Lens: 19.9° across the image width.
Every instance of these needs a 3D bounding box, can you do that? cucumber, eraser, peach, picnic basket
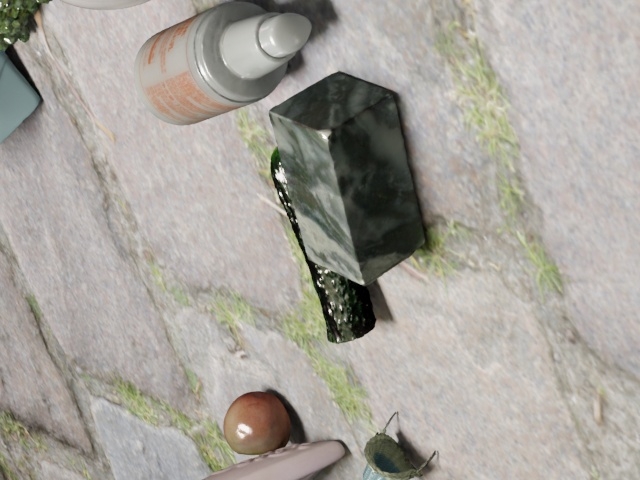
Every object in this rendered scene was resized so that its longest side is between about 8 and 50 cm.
[{"bbox_3d":[0.000,0.000,1.831,0.052,0.058,0.215,-96,-14,-72],"label":"cucumber"},{"bbox_3d":[-0.107,0.298,2.128,0.059,0.243,0.204,68,155,17],"label":"eraser"},{"bbox_3d":[-0.074,0.217,2.156,0.083,0.083,0.083,39,148,31],"label":"peach"},{"bbox_3d":[0.078,0.231,1.948,0.065,0.083,0.083,50,115,27],"label":"picnic basket"}]

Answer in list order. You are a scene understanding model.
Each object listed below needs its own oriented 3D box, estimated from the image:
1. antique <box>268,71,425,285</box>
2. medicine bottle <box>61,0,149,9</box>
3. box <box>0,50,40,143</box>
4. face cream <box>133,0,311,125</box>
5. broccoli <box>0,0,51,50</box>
[{"bbox_3d":[0.028,-0.052,1.698,0.088,0.086,0.183,26,140,46],"label":"antique"},{"bbox_3d":[-0.203,-0.365,1.667,0.157,0.157,0.289,39,147,31],"label":"medicine bottle"},{"bbox_3d":[-0.465,-0.151,2.260,0.130,0.227,0.162,47,155,-18],"label":"box"},{"bbox_3d":[-0.086,-0.175,1.737,0.251,0.101,0.101,-11,110,61],"label":"face cream"},{"bbox_3d":[-0.425,-0.336,2.068,0.288,0.247,0.246,134,138,-72],"label":"broccoli"}]
